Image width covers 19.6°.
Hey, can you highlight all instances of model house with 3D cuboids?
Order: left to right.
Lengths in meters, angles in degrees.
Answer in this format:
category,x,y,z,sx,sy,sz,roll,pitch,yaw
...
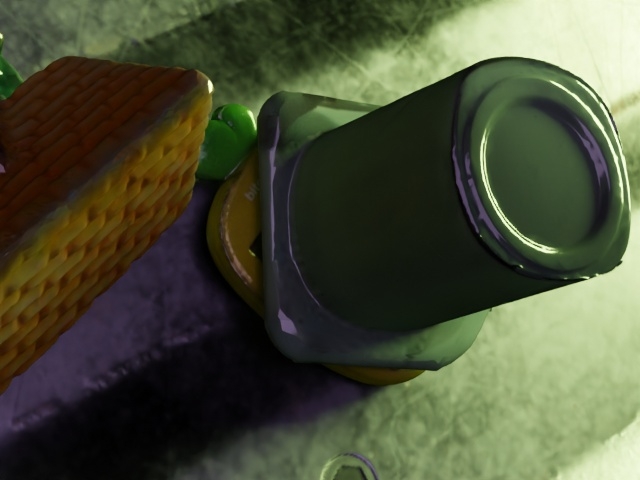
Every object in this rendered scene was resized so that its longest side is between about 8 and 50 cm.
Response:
category,x,y,z,sx,sy,sz,roll,pitch,yaw
model house,-0.194,-0.052,1.022,0.202,0.237,0.237,-39,98,-32

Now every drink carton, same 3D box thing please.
category,x,y,z,sx,sy,sz,roll,pitch,yaw
drink carton,0.086,-0.028,1.185,0.191,0.189,0.185,8,68,-33

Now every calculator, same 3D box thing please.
category,x,y,z,sx,sy,sz,roll,pitch,yaw
calculator,0.000,0.000,1.251,0.235,0.032,0.146,44,58,-15
